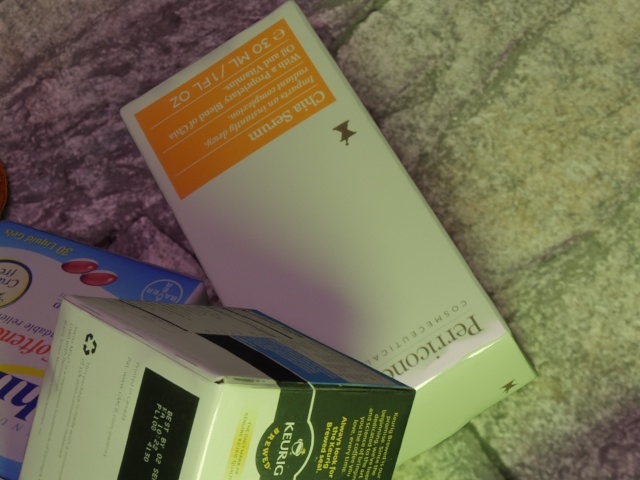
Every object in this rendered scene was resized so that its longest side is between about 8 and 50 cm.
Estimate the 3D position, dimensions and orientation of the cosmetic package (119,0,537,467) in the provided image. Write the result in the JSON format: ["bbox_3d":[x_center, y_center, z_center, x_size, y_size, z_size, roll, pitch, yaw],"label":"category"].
[{"bbox_3d":[0.000,0.000,1.448,0.230,0.161,0.453,-33,62,3],"label":"cosmetic package"}]

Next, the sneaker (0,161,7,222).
[{"bbox_3d":[-0.424,0.007,1.632,0.121,0.099,0.262,-23,55,16],"label":"sneaker"}]

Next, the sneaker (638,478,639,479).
[{"bbox_3d":[0.256,0.374,1.236,0.208,0.127,0.319,-16,68,22],"label":"sneaker"}]

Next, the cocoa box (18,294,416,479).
[{"bbox_3d":[-0.108,0.245,1.206,0.231,0.228,0.347,23,101,44],"label":"cocoa box"}]

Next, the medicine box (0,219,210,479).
[{"bbox_3d":[-0.285,0.149,1.430,0.263,0.149,0.289,16,48,23],"label":"medicine box"}]
